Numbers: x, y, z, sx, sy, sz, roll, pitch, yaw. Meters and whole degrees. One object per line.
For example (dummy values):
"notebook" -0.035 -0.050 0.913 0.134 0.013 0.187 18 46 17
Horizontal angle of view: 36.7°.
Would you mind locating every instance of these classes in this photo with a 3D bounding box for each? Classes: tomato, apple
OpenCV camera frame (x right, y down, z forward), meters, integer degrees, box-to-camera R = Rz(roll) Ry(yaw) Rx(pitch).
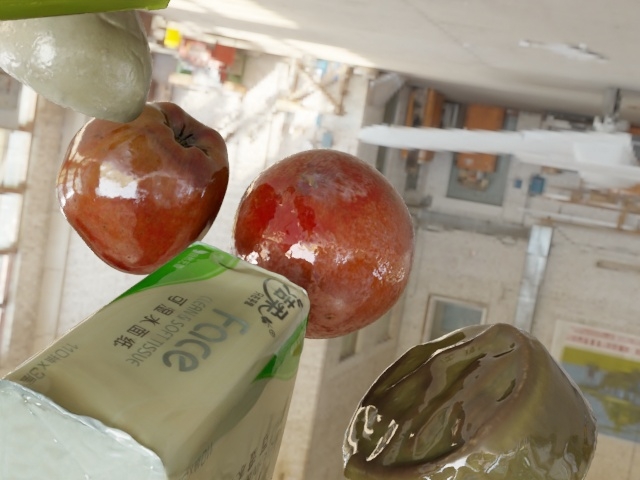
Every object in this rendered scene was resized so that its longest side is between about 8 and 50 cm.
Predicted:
"tomato" 0.000 0.000 1.344 0.265 0.265 0.265 9 -175 -1
"apple" -0.240 -0.078 1.307 0.234 0.234 0.234 9 -175 -1

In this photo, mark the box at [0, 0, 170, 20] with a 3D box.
"box" -0.202 -0.250 0.561 0.175 0.260 0.062 -15 164 -35

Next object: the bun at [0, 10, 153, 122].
"bun" -0.226 -0.195 0.921 0.166 0.113 0.173 19 -159 -44

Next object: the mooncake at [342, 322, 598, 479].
"mooncake" 0.164 0.221 1.114 0.155 0.284 0.284 54 169 -19

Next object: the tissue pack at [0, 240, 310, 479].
"tissue pack" -0.180 0.230 1.051 0.205 0.332 0.405 21 -156 13
